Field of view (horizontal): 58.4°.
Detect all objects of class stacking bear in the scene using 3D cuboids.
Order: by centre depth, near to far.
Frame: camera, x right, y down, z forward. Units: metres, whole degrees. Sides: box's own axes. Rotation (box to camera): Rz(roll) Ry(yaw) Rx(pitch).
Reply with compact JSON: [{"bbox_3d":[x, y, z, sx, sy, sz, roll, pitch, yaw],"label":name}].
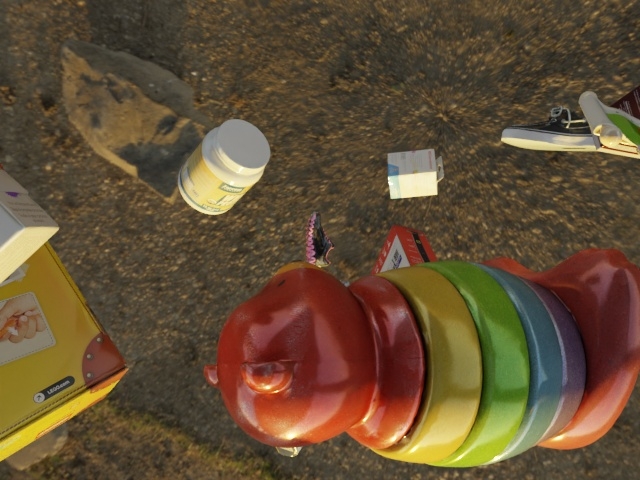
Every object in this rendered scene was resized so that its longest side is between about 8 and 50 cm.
[{"bbox_3d":[0.067,0.082,0.421,0.289,0.175,0.164,4,82,-26],"label":"stacking bear"}]

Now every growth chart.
[{"bbox_3d":[0.340,-0.078,0.505,0.237,0.172,0.021,17,119,-1],"label":"growth chart"}]

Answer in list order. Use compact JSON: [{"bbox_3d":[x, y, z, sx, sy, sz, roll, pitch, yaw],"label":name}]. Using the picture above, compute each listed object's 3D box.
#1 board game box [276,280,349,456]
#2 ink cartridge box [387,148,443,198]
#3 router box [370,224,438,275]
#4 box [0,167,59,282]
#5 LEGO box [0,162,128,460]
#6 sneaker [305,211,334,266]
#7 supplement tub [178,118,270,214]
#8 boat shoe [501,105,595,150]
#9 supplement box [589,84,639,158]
[{"bbox_3d":[-0.015,0.150,0.761,0.060,0.194,0.194,1,125,38],"label":"board game box"},{"bbox_3d":[0.255,-0.178,1.532,0.143,0.092,0.089,-4,140,10],"label":"ink cartridge box"},{"bbox_3d":[0.162,0.184,1.241,0.082,0.301,0.335,14,118,-14],"label":"router box"},{"bbox_3d":[-0.320,0.080,0.373,0.324,0.067,0.063,-43,96,-2],"label":"box"},{"bbox_3d":[-0.567,0.153,0.703,0.372,0.500,0.193,55,139,7],"label":"LEGO box"},{"bbox_3d":[0.000,0.000,1.168,0.057,0.047,0.119,0,102,-8],"label":"sneaker"},{"bbox_3d":[-0.212,-0.160,1.256,0.144,0.144,0.200,52,136,-2],"label":"supplement tub"},{"bbox_3d":[0.617,-0.287,1.454,0.307,0.113,0.104,3,91,8],"label":"boat shoe"},{"bbox_3d":[0.634,-0.244,1.047,0.130,0.239,0.073,5,67,-22],"label":"supplement box"}]
